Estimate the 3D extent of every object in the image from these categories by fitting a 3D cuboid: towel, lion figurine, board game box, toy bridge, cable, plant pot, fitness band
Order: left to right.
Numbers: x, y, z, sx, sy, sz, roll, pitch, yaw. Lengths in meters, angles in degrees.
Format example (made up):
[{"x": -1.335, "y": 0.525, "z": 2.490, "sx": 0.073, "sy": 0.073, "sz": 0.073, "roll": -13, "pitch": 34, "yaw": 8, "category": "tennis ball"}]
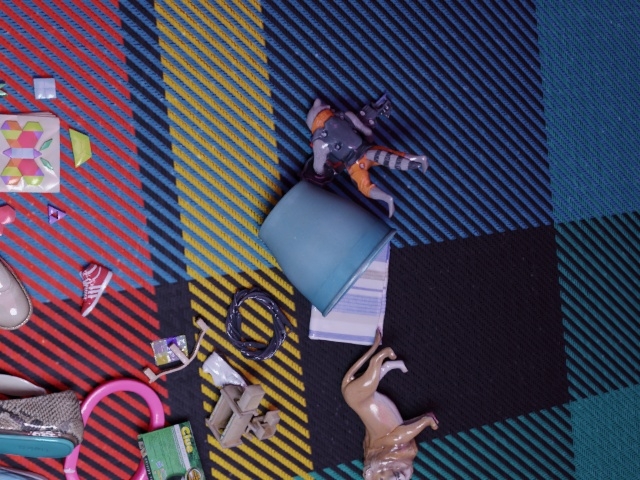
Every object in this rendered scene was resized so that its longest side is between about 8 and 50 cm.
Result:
[{"x": -0.472, "y": 0.459, "z": 1.794, "sx": 0.208, "sy": 0.054, "sz": 0.291, "roll": 15, "pitch": 87, "yaw": -23, "category": "fitness band"}, {"x": -0.358, "y": 0.261, "z": 1.861, "sx": 0.083, "sy": 0.009, "sz": 0.060, "roll": -10, "pitch": 95, "yaw": -23, "category": "towel"}, {"x": -0.322, "y": 0.553, "z": 1.777, "sx": 0.136, "sy": 0.030, "sz": 0.260, "roll": -5, "pitch": 71, "yaw": -44, "category": "board game box"}, {"x": -0.335, "y": 0.269, "z": 1.851, "sx": 0.188, "sy": 0.026, "sz": 0.063, "roll": -45, "pitch": 109, "yaw": -16, "category": "toy bridge"}, {"x": -0.164, "y": 0.204, "z": 1.930, "sx": 0.150, "sy": 0.047, "sz": 0.185, "roll": -41, "pitch": 109, "yaw": -12, "category": "cable"}, {"x": 0.000, "y": 0.000, "z": 1.874, "sx": 0.255, "sy": 0.272, "sz": 0.272, "roll": 40, "pitch": 75, "yaw": 6, "category": "plant pot"}, {"x": 0.078, "y": 0.128, "z": 2.036, "sx": 0.209, "sy": 0.034, "sz": 0.285, "roll": 7, "pitch": 87, "yaw": -21, "category": "towel"}, {"x": 0.153, "y": 0.449, "z": 2.032, "sx": 0.240, "sy": 0.142, "sz": 0.392, "roll": -29, "pitch": 89, "yaw": 7, "category": "lion figurine"}]

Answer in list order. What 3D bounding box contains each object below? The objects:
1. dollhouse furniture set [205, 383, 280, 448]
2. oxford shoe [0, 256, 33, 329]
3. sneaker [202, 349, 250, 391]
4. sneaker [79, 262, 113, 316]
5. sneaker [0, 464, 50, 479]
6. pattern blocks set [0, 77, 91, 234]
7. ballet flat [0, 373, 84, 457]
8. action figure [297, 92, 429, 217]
[{"x": -0.162, "y": 0.387, "z": 1.876, "sx": 0.160, "sy": 0.101, "sz": 0.182, "roll": 0, "pitch": 128, "yaw": -44, "category": "dollhouse furniture set"}, {"x": -0.756, "y": 0.044, "z": 1.606, "sx": 0.397, "sy": 0.146, "sz": 0.140, "roll": 46, "pitch": 74, "yaw": -18, "category": "oxford shoe"}, {"x": -0.225, "y": 0.335, "z": 1.905, "sx": 0.061, "sy": 0.054, "sz": 0.152, "roll": -43, "pitch": 105, "yaw": 0, "category": "sneaker"}, {"x": -0.526, "y": 0.108, "z": 1.766, "sx": 0.067, "sy": 0.042, "sz": 0.119, "roll": 34, "pitch": 71, "yaw": -25, "category": "sneaker"}, {"x": -0.726, "y": 0.527, "z": 1.632, "sx": 0.365, "sy": 0.150, "sz": 0.135, "roll": 14, "pitch": 85, "yaw": -23, "category": "sneaker"}, {"x": -0.649, "y": -0.189, "z": 1.713, "sx": 0.285, "sy": 0.026, "sz": 0.325, "roll": -17, "pitch": 98, "yaw": -22, "category": "pattern blocks set"}, {"x": -0.741, "y": 0.365, "z": 1.624, "sx": 0.482, "sy": 0.164, "sz": 0.182, "roll": 4, "pitch": 52, "yaw": -26, "category": "ballet flat"}, {"x": 0.114, "y": -0.254, "z": 1.943, "sx": 0.330, "sy": 0.178, "sz": 0.341, "roll": 33, "pitch": 70, "yaw": 9, "category": "action figure"}]
